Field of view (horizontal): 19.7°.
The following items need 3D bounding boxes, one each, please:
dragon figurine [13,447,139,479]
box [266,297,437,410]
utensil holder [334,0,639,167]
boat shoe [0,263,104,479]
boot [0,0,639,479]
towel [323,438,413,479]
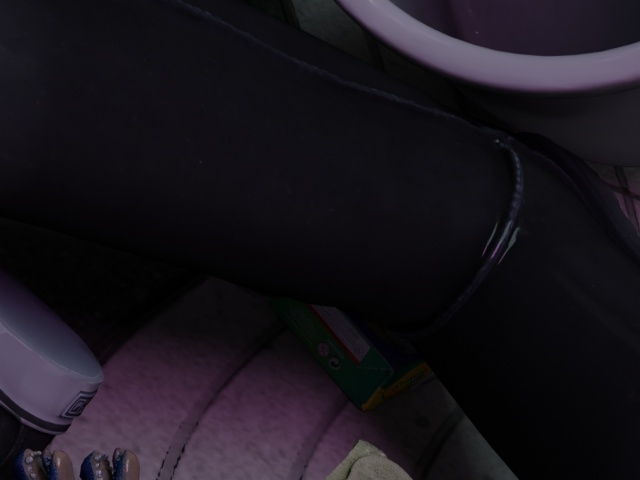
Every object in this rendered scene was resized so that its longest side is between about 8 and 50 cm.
[{"bbox_3d":[-0.025,0.198,0.791,0.085,0.144,0.289,-24,83,-52],"label":"dragon figurine"},{"bbox_3d":[0.056,0.030,1.097,0.105,0.043,0.179,48,36,18],"label":"box"},{"bbox_3d":[0.174,-0.217,1.137,0.327,0.327,0.385,46,7,16],"label":"utensil holder"},{"bbox_3d":[-0.242,-0.003,0.838,0.306,0.105,0.113,42,5,-4],"label":"boat shoe"},{"bbox_3d":[-0.001,-0.001,0.845,0.445,0.146,0.367,26,17,-35],"label":"boot"},{"bbox_3d":[0.041,0.161,0.748,0.148,0.027,0.110,51,38,-9],"label":"towel"}]
